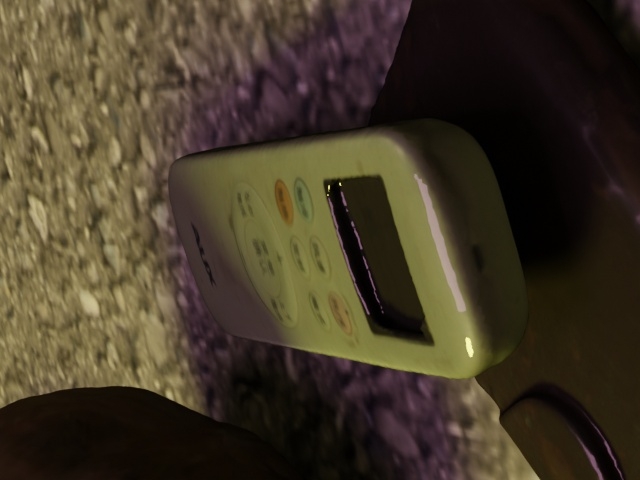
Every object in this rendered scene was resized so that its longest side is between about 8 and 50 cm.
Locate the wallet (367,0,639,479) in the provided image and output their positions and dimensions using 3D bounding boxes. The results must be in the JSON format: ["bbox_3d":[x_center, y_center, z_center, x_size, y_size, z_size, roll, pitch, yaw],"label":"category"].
[{"bbox_3d":[0.107,0.046,0.560,0.309,0.042,0.165,57,149,27],"label":"wallet"}]

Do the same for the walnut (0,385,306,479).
[{"bbox_3d":[-0.087,0.186,0.798,0.248,0.248,0.248,38,138,45],"label":"walnut"}]

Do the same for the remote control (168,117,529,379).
[{"bbox_3d":[0.000,0.001,0.670,0.309,0.038,0.090,-176,69,-71],"label":"remote control"}]
